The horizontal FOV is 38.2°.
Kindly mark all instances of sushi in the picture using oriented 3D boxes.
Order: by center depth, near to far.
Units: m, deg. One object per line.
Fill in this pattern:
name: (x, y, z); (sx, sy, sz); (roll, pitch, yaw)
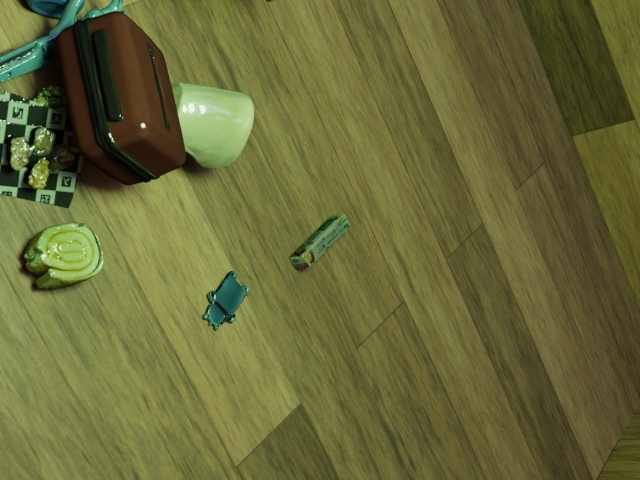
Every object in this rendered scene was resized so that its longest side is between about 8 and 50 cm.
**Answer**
sushi: (-0.534, -0.163, 1.756); (0.210, 0.040, 0.192); (17, 90, -44)

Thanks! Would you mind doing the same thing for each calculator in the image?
calculator: (-0.214, 0.138, 2.084); (0.094, 0.019, 0.141); (52, 50, -24)

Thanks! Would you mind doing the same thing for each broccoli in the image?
broccoli: (-0.519, -0.260, 1.811); (0.092, 0.095, 0.097); (50, 12, 7)

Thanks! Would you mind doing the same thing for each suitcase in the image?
suitcase: (-0.387, -0.275, 1.809); (0.236, 0.161, 0.297); (42, 32, -69)

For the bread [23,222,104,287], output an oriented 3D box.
bread: (-0.496, 0.029, 1.780); (0.156, 0.064, 0.117); (-10, 83, -46)

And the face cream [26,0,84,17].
face cream: (-0.541, -0.589, 1.867); (0.149, 0.083, 0.263); (9, 74, -48)

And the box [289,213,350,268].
box: (0.000, 0.000, 2.321); (0.207, 0.050, 0.041); (-45, 114, -43)

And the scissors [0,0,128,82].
scissors: (-0.529, -0.383, 1.818); (0.393, 0.032, 0.180); (-37, 144, -37)

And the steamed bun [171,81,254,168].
steamed bun: (-0.272, -0.247, 2.009); (0.226, 0.200, 0.170); (7, 85, -32)
